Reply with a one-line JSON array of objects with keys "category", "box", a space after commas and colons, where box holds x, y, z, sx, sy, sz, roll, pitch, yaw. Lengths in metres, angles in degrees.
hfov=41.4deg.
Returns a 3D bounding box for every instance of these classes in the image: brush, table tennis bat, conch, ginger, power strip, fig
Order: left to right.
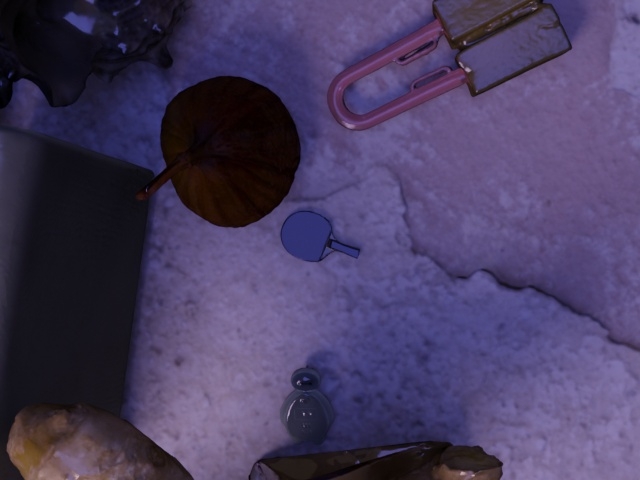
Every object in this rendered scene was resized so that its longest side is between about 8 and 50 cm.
[{"category": "conch", "box": [-0.233, -0.231, 0.763, 0.186, 0.313, 0.240, -31, 114, 37]}, {"category": "fig", "box": [-0.101, -0.086, 0.773, 0.133, 0.201, 0.146, -33, 83, 14]}, {"category": "ginger", "box": [-0.049, 0.281, 0.651, 0.348, 0.122, 0.363, 7, 114, 2]}, {"category": "power strip", "box": [-0.013, 0.166, 0.858, 0.055, 0.035, 0.083, -1, 105, 5]}, {"category": "table tennis bat", "box": [0.000, 0.000, 0.859, 0.083, 0.007, 0.050, 19, 93, 5]}, {"category": "brush", "box": [0.115, -0.177, 0.826, 0.233, 0.047, 0.103, -26, 90, 6]}]

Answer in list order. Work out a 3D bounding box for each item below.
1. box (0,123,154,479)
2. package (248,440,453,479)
[{"category": "box", "box": [-0.277, 0.084, 0.717, 0.177, 0.352, 0.344, 10, 90, 5]}, {"category": "package", "box": [0.044, 0.367, 0.789, 0.221, 0.165, 0.311, -6, 92, 5]}]
